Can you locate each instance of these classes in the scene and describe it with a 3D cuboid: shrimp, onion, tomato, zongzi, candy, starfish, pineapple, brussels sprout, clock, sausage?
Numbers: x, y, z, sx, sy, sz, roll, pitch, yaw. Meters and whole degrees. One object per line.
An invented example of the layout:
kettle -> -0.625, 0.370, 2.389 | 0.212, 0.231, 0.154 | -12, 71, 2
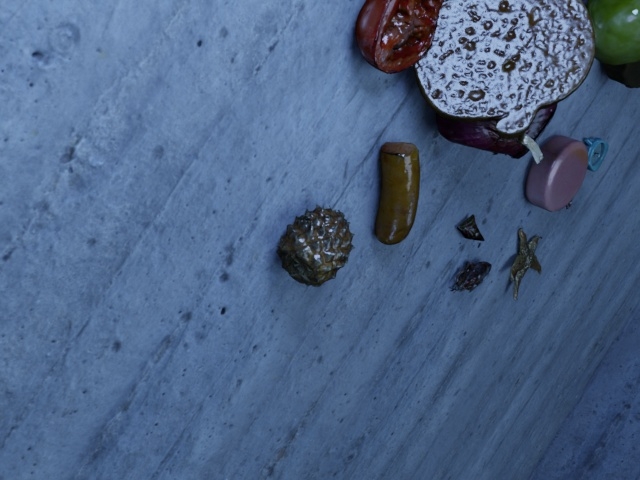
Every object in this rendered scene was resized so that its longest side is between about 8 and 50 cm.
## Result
shrimp -> 0.462, 0.116, 2.066 | 0.190, 0.075, 0.073 | -36, 167, -34
onion -> 0.411, -0.332, 1.615 | 0.230, 0.272, 0.256 | 28, 81, -17
tomato -> 0.152, -0.458, 1.385 | 0.228, 0.101, 0.228 | -32, 141, -31
zongzi -> 0.439, -0.024, 1.977 | 0.067, 0.073, 0.083 | -41, 97, -20
candy -> 0.763, -0.209, 2.150 | 0.255, 0.094, 0.255 | -24, 128, -34
starfish -> 0.704, 0.087, 2.310 | 0.231, 0.048, 0.295 | -61, 143, -14
pineapple -> 0.000, 0.000, 1.469 | 0.193, 0.166, 0.166 | -51, 142, -35
brussels sprout -> 0.879, -0.630, 1.894 | 0.274, 0.316, 0.242 | -26, 113, -5
clock -> 0.940, -0.306, 2.311 | 0.147, 0.045, 0.108 | 18, 99, -48
sausage -> 0.189, -0.107, 1.628 | 0.109, 0.109, 0.270 | -24, 131, -34

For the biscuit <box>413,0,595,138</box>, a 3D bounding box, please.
biscuit -> 0.405, -0.400, 1.485 | 0.070, 0.394, 0.350 | 2, 84, -84

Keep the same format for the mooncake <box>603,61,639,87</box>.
mooncake -> 1.001, -0.608, 2.134 | 0.228, 0.124, 0.228 | -23, 131, -29
